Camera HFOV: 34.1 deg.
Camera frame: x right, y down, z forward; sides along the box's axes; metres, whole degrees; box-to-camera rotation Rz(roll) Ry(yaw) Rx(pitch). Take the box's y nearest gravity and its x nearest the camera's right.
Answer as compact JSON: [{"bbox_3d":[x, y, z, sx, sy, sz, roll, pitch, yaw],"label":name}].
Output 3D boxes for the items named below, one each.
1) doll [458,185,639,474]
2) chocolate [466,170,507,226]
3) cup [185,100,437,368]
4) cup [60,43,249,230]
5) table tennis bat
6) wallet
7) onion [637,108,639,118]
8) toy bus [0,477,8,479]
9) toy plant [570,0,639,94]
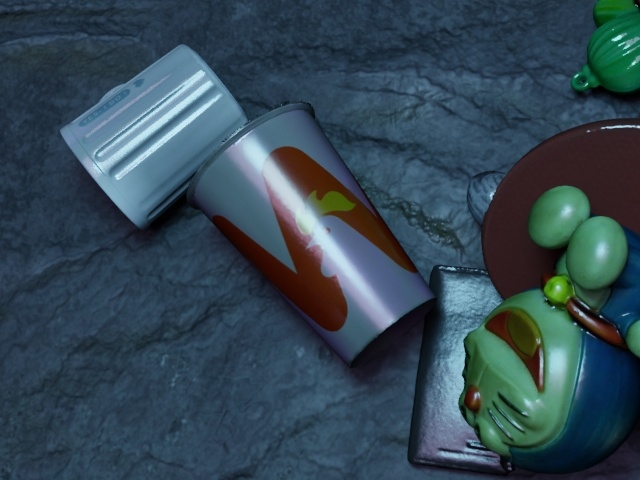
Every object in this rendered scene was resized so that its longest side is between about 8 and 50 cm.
[{"bbox_3d":[0.264,0.116,1.105,0.322,0.186,0.198,-65,27,25],"label":"doll"},{"bbox_3d":[0.240,-0.020,1.257,0.072,0.072,0.167,-42,72,-1],"label":"chocolate"},{"bbox_3d":[0.000,0.000,1.259,0.203,0.203,0.288,-38,76,0],"label":"cup"},{"bbox_3d":[-0.223,-0.157,1.362,0.202,0.167,0.221,-39,71,-3],"label":"cup"},{"bbox_3d":[0.368,-0.021,1.122,0.415,0.051,0.268,-23,105,30],"label":"table tennis bat"},{"bbox_3d":[0.177,0.151,1.246,0.124,0.025,0.244,6,76,15],"label":"wallet"},{"bbox_3d":[0.477,-0.135,1.153,0.252,0.219,0.252,-5,77,24],"label":"onion"},{"bbox_3d":[-0.377,0.353,1.279,0.268,0.106,0.092,18,81,18],"label":"toy bus"},{"bbox_3d":[0.390,-0.256,1.276,0.200,0.105,0.143,-26,59,18],"label":"toy plant"}]
